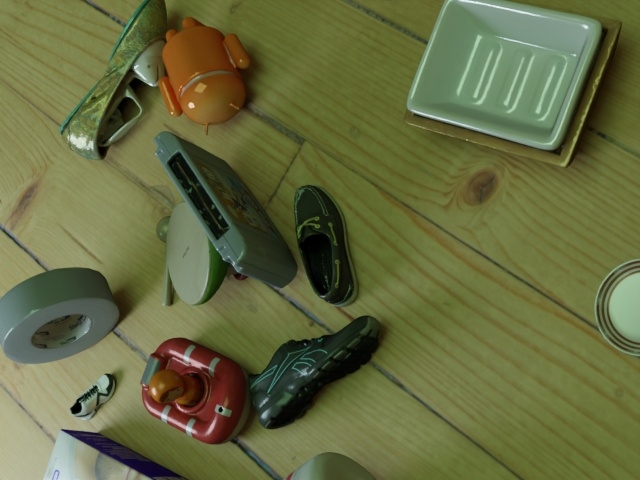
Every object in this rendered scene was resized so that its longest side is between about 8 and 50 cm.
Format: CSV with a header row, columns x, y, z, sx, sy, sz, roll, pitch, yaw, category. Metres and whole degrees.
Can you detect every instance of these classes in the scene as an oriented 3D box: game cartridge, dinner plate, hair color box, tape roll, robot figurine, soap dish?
x,y,z,sx,sy,sz,roll,pitch,yaw,category
-0.157,-0.052,1.836,0.062,0.198,0.297,-45,61,16,game cartridge
0.461,0.095,1.529,0.141,0.017,0.141,-7,75,29,dinner plate
-0.344,0.477,1.887,0.339,0.110,0.185,18,88,32,hair color box
-0.487,0.140,1.984,0.219,0.219,0.072,-38,63,19,tape roll
-0.214,-0.302,1.974,0.158,0.128,0.219,-16,65,-14,robot figurine
0.295,-0.248,1.650,0.291,0.118,0.228,21,90,33,soap dish

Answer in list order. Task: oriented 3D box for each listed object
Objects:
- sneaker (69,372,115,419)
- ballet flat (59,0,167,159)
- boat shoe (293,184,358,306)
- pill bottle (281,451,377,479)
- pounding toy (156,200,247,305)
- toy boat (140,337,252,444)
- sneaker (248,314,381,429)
x,y,z,sx,sy,sz,roll,pitch,yaw,category
-0.427,0.294,2.017,0.040,0.044,0.109,43,101,33,sneaker
-0.372,-0.305,2.091,0.123,0.123,0.348,42,101,32,ballet flat
0.000,0.000,1.804,0.081,0.069,0.227,-29,65,23,boat shoe
-0.077,0.521,1.637,0.408,0.229,0.229,-39,62,19,pill bottle
-0.200,0.023,1.921,0.237,0.110,0.182,-14,82,59,pounding toy
-0.232,0.255,1.840,0.231,0.151,0.151,19,90,34,toy boat
-0.019,0.196,1.754,0.267,0.101,0.106,-41,59,17,sneaker
